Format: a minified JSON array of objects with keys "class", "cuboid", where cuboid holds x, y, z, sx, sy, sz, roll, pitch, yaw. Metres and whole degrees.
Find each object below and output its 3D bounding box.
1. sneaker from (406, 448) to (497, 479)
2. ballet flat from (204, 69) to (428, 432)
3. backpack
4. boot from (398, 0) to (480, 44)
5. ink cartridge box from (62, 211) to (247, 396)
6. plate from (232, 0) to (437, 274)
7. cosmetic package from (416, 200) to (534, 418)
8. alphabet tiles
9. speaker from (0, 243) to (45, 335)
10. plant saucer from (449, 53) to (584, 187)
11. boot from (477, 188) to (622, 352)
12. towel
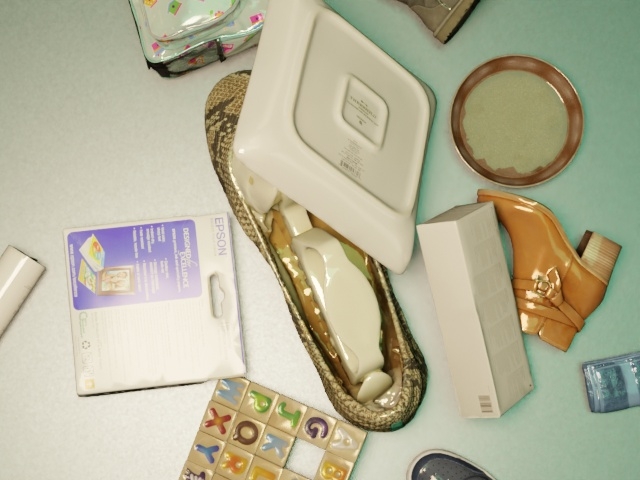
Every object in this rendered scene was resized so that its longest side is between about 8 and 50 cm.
[{"class":"sneaker","cuboid":[0.215,0.356,1.662,0.099,0.153,0.282,-42,86,-5]},{"class":"ballet flat","cuboid":[0.000,0.000,1.682,0.164,0.182,0.483,-24,85,-2]},{"class":"backpack","cuboid":[-0.139,-0.303,1.734,0.188,0.144,0.166,-15,79,-5]},{"class":"boot","cuboid":[0.117,-0.364,1.750,0.208,0.076,0.190,42,120,6]},{"class":"ink cartridge box","cuboid":[-0.201,0.078,1.739,0.208,0.045,0.206,-6,83,0]},{"class":"plate","cuboid":[0.036,-0.140,1.640,0.277,0.045,0.278,36,50,-31]},{"class":"cosmetic package","cuboid":[0.184,0.082,1.686,0.060,0.099,0.239,-7,101,38]},{"class":"alphabet tiles","cuboid":[-0.075,0.301,1.707,0.198,0.009,0.237,21,89,17]},{"class":"speaker","cuboid":[-0.392,0.074,1.732,0.055,0.055,0.136,32,85,3]},{"class":"plant saucer","cuboid":[0.243,-0.147,1.778,0.168,0.029,0.168,0,83,-1]},{"class":"boot","cuboid":[0.253,0.034,1.741,0.197,0.073,0.152,27,91,8]},{"class":"towel","cuboid":[0.384,0.171,1.746,0.119,0.029,0.067,-11,85,-2]}]
